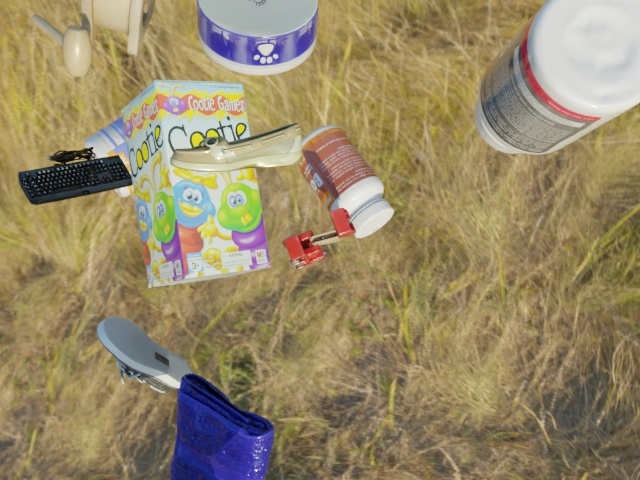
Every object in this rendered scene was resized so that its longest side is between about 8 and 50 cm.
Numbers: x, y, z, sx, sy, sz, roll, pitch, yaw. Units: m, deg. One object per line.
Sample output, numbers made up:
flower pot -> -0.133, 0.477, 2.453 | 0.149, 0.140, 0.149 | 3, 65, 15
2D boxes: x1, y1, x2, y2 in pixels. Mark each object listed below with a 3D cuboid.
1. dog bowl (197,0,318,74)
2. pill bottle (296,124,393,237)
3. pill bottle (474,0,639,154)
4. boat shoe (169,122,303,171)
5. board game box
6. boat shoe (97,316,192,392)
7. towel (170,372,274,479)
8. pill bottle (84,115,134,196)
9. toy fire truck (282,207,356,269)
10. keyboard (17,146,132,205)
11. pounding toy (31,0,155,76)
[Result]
dog bowl -> -0.138, -0.491, 1.536 | 0.264, 0.104, 0.265 | 3, 55, -4
pill bottle -> 0.048, -0.116, 1.395 | 0.121, 0.121, 0.216 | -37, 71, 7
pill bottle -> 0.335, -0.225, 1.018 | 0.176, 0.318, 0.177 | 1, 83, -5
boat shoe -> -0.094, -0.105, 0.790 | 0.152, 0.056, 0.048 | -5, 104, -16
board game box -> -0.187, -0.080, 1.036 | 0.144, 0.142, 0.276 | -15, 83, 54
boat shoe -> -0.446, 0.289, 1.704 | 0.104, 0.306, 0.113 | -27, 51, 17
towel -> -0.202, 0.432, 1.329 | 0.227, 0.076, 0.308 | 24, 119, 32
pill bottle -> -0.367, -0.229, 1.554 | 0.272, 0.152, 0.152 | -37, 58, -17
toy fire truck -> 0.000, 0.000, 1.322 | 0.135, 0.192, 0.047 | -23, 79, 1
keyboard -> -0.418, -0.121, 1.189 | 0.100, 0.192, 0.038 | 51, 132, 20
pounding toy -> -0.306, -0.353, 0.953 | 0.154, 0.154, 0.270 | 12, 40, -12
